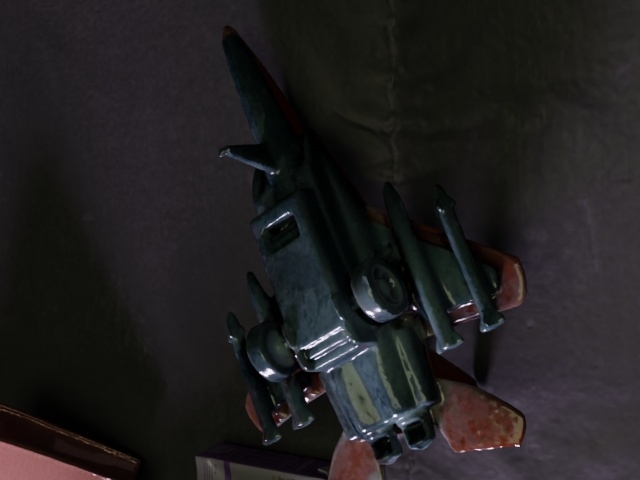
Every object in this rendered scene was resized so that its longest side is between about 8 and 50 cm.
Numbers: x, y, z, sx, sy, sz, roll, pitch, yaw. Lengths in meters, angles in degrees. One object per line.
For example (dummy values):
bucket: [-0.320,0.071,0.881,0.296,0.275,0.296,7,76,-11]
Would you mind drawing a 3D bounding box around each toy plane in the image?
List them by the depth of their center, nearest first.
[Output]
toy plane: [-0.004,0.001,0.597,0.223,0.104,0.326,-33,81,31]

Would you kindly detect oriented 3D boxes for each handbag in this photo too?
handbag: [-0.244,0.253,0.773,0.157,0.059,0.212,20,104,-1]

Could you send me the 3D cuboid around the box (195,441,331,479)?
box: [-0.034,0.180,0.683,0.117,0.036,0.050,1,100,30]
